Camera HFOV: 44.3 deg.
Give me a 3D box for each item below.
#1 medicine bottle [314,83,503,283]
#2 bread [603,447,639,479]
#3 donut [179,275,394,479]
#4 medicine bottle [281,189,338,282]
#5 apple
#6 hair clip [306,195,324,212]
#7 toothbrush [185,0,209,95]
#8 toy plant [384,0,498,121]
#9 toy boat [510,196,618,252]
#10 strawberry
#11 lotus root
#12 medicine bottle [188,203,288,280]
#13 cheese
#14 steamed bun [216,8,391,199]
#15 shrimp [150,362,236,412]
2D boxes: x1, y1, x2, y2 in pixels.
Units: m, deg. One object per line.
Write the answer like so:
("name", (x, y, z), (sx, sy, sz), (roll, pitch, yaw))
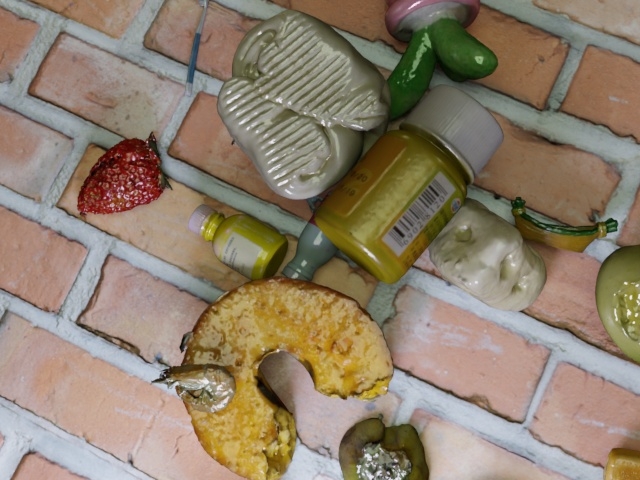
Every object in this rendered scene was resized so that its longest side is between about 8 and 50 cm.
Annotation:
("medicine bottle", (0.185, -0.119, 1.616), (0.224, 0.224, 0.384), (39, 84, 12))
("bread", (0.688, 0.475, 1.564), (0.239, 0.074, 0.092), (9, 87, 9))
("donut", (-0.077, 0.265, 1.660), (0.435, 0.163, 0.377), (-33, 76, 2))
("medicine bottle", (0.000, 0.000, 1.734), (0.090, 0.090, 0.216), (32, 85, 12))
("apple", (0.679, 0.116, 1.550), (0.279, 0.279, 0.279), (-1, 79, 7))
("hair clip", (-0.030, -0.121, 1.795), (0.039, 0.030, 0.115), (-27, 78, -18))
("toothbrush", (-0.302, -0.480, 1.903), (0.025, 0.019, 0.275), (6, 80, 14))
("toy plant", (0.233, -0.472, 1.754), (0.317, 0.211, 0.356), (-18, 79, 38))
("toy boat", (0.511, -0.030, 1.676), (0.230, 0.089, 0.088), (14, 102, 2))
("strawberry", (-0.476, -0.154, 1.820), (0.228, 0.098, 0.174), (-17, 77, 3))
("lotus root", (0.131, 0.467, 1.635), (0.183, 0.078, 0.203), (-20, 76, 2))
("medicine bottle", (-0.189, -0.002, 1.743), (0.213, 0.122, 0.121), (29, 84, 12))
("cheese", (0.344, 0.033, 1.664), (0.173, 0.251, 0.248), (-54, 41, 8))
("steamed bun", (-0.039, -0.295, 1.714), (0.342, 0.255, 0.367), (-37, 92, 5))
("shrimp", (-0.256, 0.294, 1.589), (0.180, 0.041, 0.099), (3, 95, 11))
